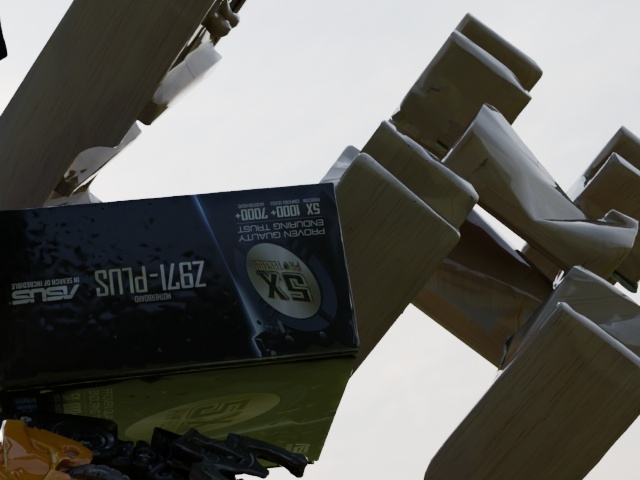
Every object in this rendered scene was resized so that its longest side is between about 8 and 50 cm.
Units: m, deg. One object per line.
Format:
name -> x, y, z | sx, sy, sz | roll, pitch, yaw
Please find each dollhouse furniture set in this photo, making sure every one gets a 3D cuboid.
dollhouse furniture set -> 0.000, 0.000, 1.147 | 0.256, 0.394, 0.362 | -53, 1, 24

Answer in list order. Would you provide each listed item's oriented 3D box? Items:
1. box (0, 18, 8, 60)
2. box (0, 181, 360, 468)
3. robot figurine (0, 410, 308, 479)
box -> -0.253, -0.069, 0.755 | 0.242, 0.076, 0.307 | -30, 3, -9
box -> -0.069, 0.049, 0.821 | 0.147, 0.078, 0.180 | -5, -21, -9
robot figurine -> -0.025, 0.149, 0.657 | 0.291, 0.085, 0.211 | 17, 20, 7
